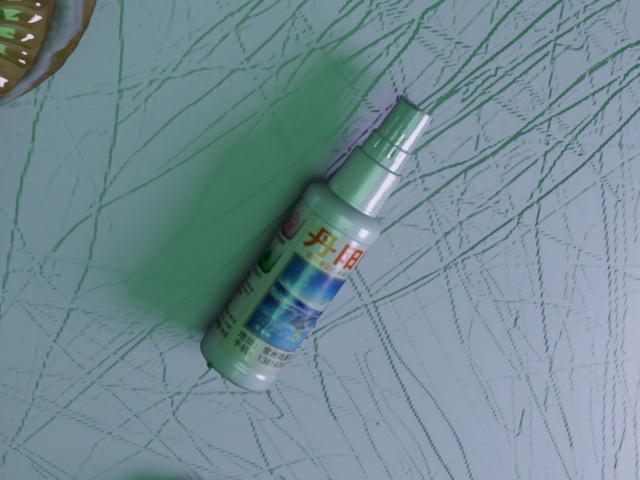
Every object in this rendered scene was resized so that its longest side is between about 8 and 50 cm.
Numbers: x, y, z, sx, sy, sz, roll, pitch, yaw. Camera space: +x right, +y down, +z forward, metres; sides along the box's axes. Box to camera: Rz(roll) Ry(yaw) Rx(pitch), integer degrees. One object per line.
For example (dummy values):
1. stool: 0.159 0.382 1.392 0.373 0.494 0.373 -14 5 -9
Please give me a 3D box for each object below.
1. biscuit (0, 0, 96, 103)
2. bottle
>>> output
1. biscuit: -0.242 -0.158 0.606 0.259 0.079 0.259 8 140 6
2. bottle: 0.000 0.000 0.784 0.060 0.060 0.217 29 103 -20
